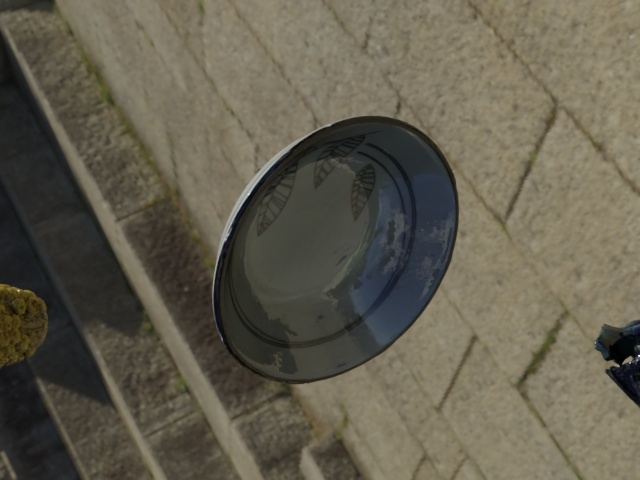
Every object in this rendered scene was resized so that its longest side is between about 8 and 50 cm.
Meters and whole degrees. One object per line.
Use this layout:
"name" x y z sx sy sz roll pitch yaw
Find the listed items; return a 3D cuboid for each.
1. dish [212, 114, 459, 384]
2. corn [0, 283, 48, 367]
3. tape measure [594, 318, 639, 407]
"dish" 0.000 0.000 1.080 0.106 0.316 0.316 38 149 48
"corn" -0.441 0.094 1.018 0.119 0.322 0.119 -2 87 48
"tape measure" 0.191 0.066 0.463 0.094 0.054 0.091 -23 106 41
